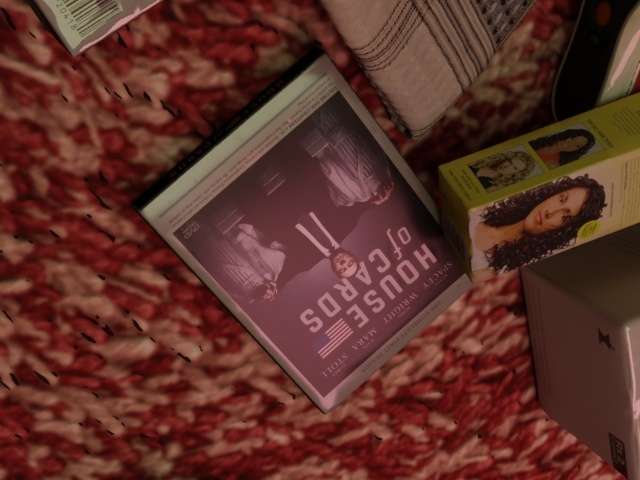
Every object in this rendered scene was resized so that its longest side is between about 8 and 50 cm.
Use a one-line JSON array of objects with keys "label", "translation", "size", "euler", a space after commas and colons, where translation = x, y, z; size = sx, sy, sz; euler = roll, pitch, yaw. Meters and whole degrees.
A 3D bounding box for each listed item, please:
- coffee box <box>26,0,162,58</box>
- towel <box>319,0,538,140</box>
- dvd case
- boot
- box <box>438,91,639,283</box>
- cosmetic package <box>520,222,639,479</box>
[{"label": "coffee box", "translation": [-0.082, -0.225, 0.640], "size": [0.246, 0.141, 0.098], "euler": [-35, 116, -8]}, {"label": "towel", "translation": [0.120, -0.231, 0.663], "size": [0.312, 0.056, 0.324], "euler": [-50, 157, 0]}, {"label": "dvd case", "translation": [0.000, 0.000, 0.811], "size": [0.179, 0.029, 0.238], "euler": [-41, 117, -3]}, {"label": "boot", "translation": [0.298, -0.186, 0.812], "size": [0.176, 0.088, 0.244], "euler": [-1, 129, -22]}, {"label": "box", "translation": [0.208, -0.050, 0.798], "size": [0.232, 0.058, 0.087], "euler": [-21, 137, -7]}, {"label": "cosmetic package", "translation": [0.290, 0.079, 0.880], "size": [0.184, 0.151, 0.151], "euler": [-18, 113, -15]}]
